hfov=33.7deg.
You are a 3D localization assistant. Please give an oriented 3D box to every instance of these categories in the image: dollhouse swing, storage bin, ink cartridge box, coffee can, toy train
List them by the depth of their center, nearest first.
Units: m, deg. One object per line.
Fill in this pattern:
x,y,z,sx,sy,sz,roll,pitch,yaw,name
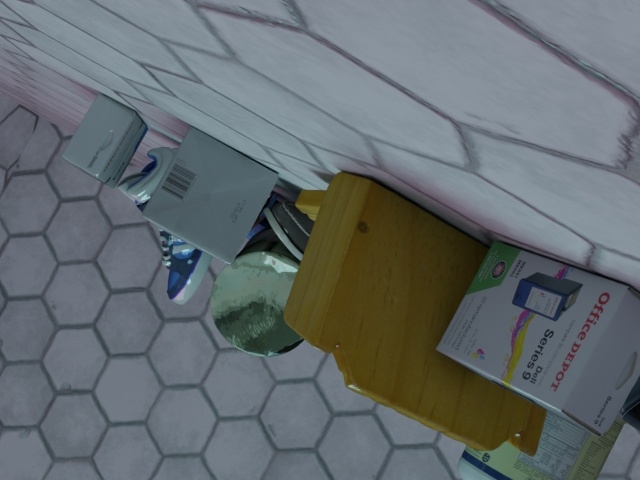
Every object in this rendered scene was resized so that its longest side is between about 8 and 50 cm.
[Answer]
0.257,0.106,1.199,0.093,0.154,0.212,32,175,-37,ink cartridge box
0.099,0.100,1.439,0.347,0.315,0.305,29,157,-23,dollhouse swing
0.541,0.250,1.783,0.135,0.098,0.091,31,-157,-49,storage bin
-0.089,0.091,2.060,0.202,0.201,0.275,28,-167,1,coffee can
-0.422,-0.194,2.088,0.086,0.148,0.203,30,176,0,ink cartridge box
-0.130,-0.054,2.239,0.105,0.080,0.184,33,159,-10,toy train

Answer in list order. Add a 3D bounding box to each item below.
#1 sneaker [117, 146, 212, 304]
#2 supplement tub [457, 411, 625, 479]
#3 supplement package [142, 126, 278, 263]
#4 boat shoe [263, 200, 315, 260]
-0.330,-0.042,2.231,0.236,0.322,0.130,21,-164,-15,sneaker
0.421,0.340,1.947,0.235,0.324,0.235,27,177,2,supplement tub
-0.201,-0.074,1.901,0.175,0.177,0.293,29,176,-6,supplement package
0.002,-0.010,1.954,0.324,0.097,0.116,37,-157,-59,boat shoe
